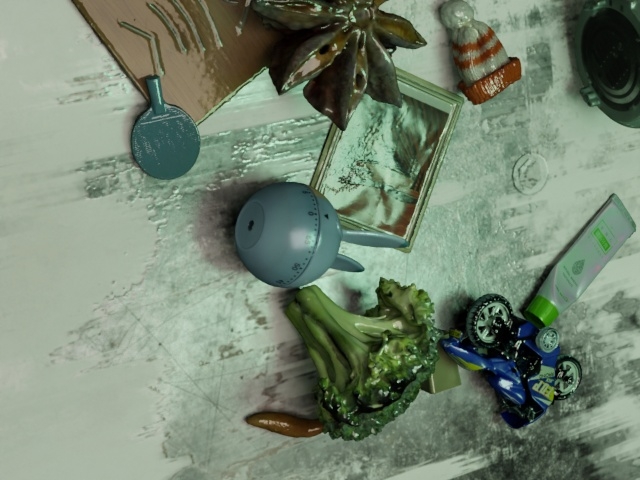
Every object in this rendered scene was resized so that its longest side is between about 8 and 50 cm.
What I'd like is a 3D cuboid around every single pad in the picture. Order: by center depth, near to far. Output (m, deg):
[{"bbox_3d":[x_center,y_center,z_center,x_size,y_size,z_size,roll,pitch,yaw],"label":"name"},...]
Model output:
[{"bbox_3d":[-0.182,-0.340,1.757,0.284,0.018,0.286,-42,115,-13],"label":"pad"}]

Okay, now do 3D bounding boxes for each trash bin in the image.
[{"bbox_3d":[0.193,0.201,2.025,0.061,0.043,0.092,-16,104,-23],"label":"trash bin"}]

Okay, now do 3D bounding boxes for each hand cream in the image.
[{"bbox_3d":[0.456,0.043,2.132,0.275,0.050,0.079,-47,143,-17],"label":"hand cream"}]

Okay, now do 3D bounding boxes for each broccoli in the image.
[{"bbox_3d":[0.051,0.166,1.863,0.243,0.247,0.263,44,120,6],"label":"broccoli"}]

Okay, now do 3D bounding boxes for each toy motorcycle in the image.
[{"bbox_3d":[0.324,0.213,2.050,0.315,0.113,0.169,37,81,-34],"label":"toy motorcycle"}]

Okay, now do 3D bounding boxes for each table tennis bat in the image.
[{"bbox_3d":[-0.227,-0.161,1.753,0.100,0.019,0.155,-14,114,-9],"label":"table tennis bat"}]

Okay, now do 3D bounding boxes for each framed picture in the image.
[{"bbox_3d":[0.104,-0.136,1.937,0.216,0.016,0.273,19,90,-28],"label":"framed picture"}]

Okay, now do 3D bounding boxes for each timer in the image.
[{"bbox_3d":[-0.013,-0.017,1.836,0.255,0.175,0.175,-15,106,-43],"label":"timer"}]

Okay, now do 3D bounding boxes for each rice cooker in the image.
[{"bbox_3d":[0.585,-0.327,2.003,0.316,0.264,0.317,-11,118,-23],"label":"rice cooker"}]

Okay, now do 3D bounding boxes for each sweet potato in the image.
[{"bbox_3d":[-0.033,0.292,1.933,0.179,0.044,0.044,6,96,-26],"label":"sweet potato"}]

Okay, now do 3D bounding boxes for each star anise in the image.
[{"bbox_3d":[0.024,-0.322,1.796,0.331,0.117,0.332,3,85,-36],"label":"star anise"}]

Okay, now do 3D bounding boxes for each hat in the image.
[{"bbox_3d":[0.243,-0.307,1.936,0.112,0.093,0.162,-34,107,-29],"label":"hat"}]
